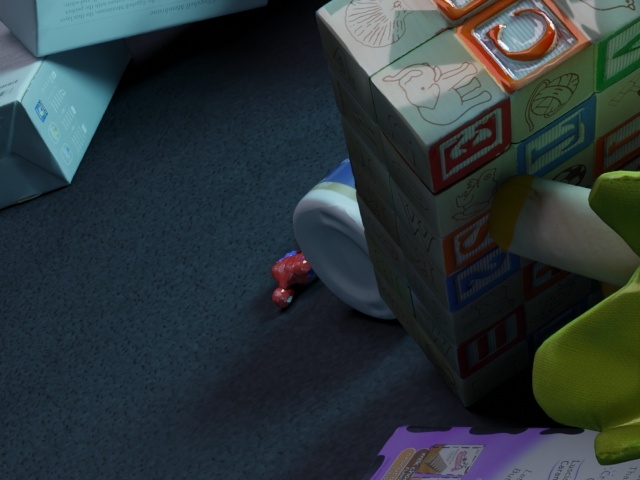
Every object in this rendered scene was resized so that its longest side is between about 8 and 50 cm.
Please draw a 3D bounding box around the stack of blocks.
[{"bbox_3d":[0.108,-0.048,0.921,0.171,0.297,0.087,-33,65,-8],"label":"stack of blocks"}]

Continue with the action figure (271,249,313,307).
[{"bbox_3d":[0.000,0.000,1.233,0.038,0.030,0.115,-6,39,48],"label":"action figure"}]

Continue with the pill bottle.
[{"bbox_3d":[0.070,-0.038,1.156,0.169,0.094,0.094,-43,29,-27],"label":"pill bottle"}]

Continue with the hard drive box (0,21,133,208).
[{"bbox_3d":[-0.285,-0.116,1.651,0.181,0.089,0.232,-18,29,21],"label":"hard drive box"}]

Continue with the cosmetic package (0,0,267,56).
[{"bbox_3d":[-0.169,-0.301,1.592,0.224,0.224,0.138,-16,36,-26],"label":"cosmetic package"}]

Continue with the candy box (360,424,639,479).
[{"bbox_3d":[0.084,0.159,0.818,0.196,0.070,0.165,-3,35,42],"label":"candy box"}]

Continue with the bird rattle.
[{"bbox_3d":[0.189,0.012,0.794,0.253,0.143,0.207,4,12,-37],"label":"bird rattle"}]
